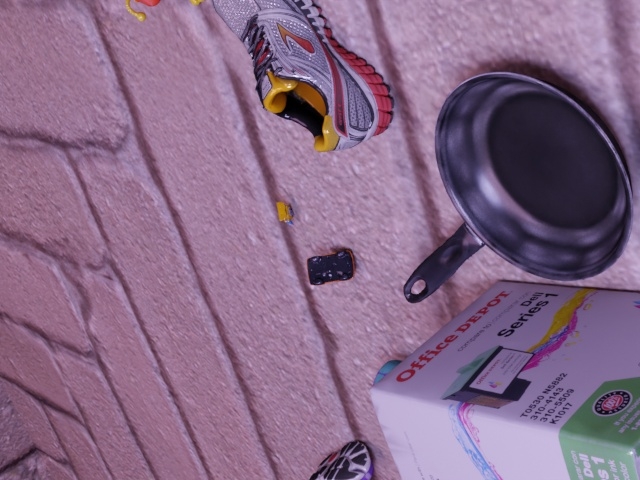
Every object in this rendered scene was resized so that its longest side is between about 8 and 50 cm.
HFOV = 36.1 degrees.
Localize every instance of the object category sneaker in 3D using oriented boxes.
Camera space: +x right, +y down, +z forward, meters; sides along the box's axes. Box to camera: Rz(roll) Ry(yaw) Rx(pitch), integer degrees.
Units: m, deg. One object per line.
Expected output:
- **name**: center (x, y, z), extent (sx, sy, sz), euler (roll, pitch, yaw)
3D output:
- **sneaker**: center (0.043, 0.328, 1.367), extent (0.071, 0.068, 0.170), euler (38, 156, -2)
- **sneaker**: center (-0.032, -0.178, 0.957), extent (0.225, 0.092, 0.088), euler (46, 147, 15)

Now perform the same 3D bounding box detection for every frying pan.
- **frying pan**: center (0.178, -0.012, 0.877), extent (0.197, 0.053, 0.326), euler (36, 145, 27)

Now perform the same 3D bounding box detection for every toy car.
- **toy car**: center (0.000, 0.000, 1.149), extent (0.122, 0.060, 0.040), euler (65, -165, 15)

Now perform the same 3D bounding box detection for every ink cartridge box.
- **ink cartridge box**: center (0.210, 0.137, 0.829), extent (0.278, 0.201, 0.117), euler (3, 121, 52)

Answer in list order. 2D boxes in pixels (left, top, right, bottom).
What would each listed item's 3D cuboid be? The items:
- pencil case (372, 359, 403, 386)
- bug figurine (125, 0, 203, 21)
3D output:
- **pencil case**: center (0.132, 0.182, 1.100), extent (0.151, 0.064, 0.070), euler (13, 113, 47)
- **bug figurine**: center (-0.203, -0.376, 1.018), extent (0.279, 0.072, 0.216), euler (58, 147, -4)
